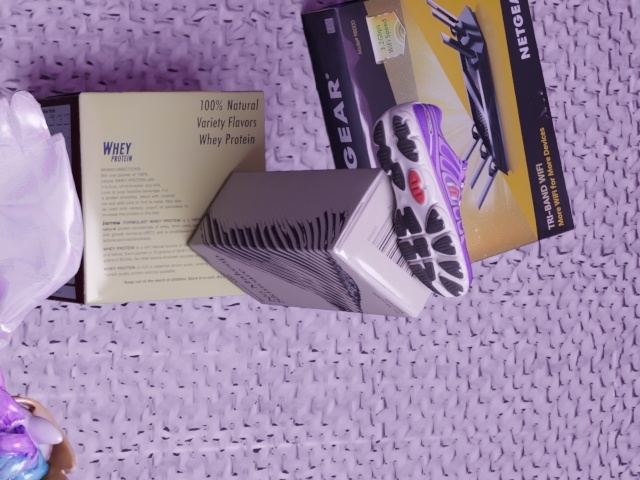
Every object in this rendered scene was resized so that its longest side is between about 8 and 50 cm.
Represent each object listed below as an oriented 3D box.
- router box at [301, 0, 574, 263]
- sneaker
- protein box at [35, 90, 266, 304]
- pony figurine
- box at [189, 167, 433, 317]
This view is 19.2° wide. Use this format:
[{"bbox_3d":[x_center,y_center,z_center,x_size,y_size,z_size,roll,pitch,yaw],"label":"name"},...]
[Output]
[{"bbox_3d":[0.132,-0.128,2.062,0.243,0.081,0.308,-18,100,-27],"label":"router box"},{"bbox_3d":[0.103,-0.036,1.590,0.071,0.068,0.169,-18,97,-37],"label":"sneaker"},{"bbox_3d":[-0.170,-0.045,1.866,0.200,0.136,0.201,-3,93,-29],"label":"protein box"},{"bbox_3d":[-0.339,0.076,1.646,0.303,0.363,0.351,-28,104,-25],"label":"pony figurine"},{"bbox_3d":[0.000,0.000,1.726,0.113,0.275,0.094,39,71,-24],"label":"box"}]
